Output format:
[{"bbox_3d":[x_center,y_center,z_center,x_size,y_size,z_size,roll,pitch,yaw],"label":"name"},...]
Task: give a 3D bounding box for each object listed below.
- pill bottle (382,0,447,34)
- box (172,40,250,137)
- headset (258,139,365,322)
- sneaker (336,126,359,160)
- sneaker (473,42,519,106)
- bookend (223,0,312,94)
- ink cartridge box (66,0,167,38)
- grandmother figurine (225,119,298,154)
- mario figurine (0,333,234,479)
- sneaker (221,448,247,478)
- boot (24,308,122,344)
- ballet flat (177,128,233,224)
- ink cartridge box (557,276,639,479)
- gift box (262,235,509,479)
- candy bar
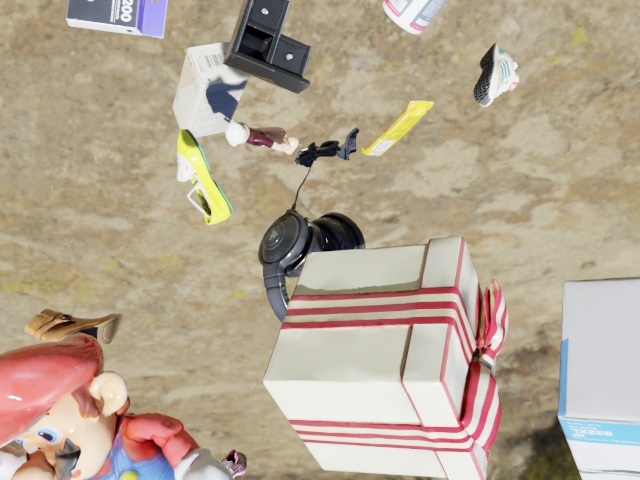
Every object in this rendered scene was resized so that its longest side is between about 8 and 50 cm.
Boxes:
[{"bbox_3d":[0.221,-0.527,1.424,0.108,0.107,0.180,11,135,-38],"label":"pill bottle"},{"bbox_3d":[-0.318,-0.420,1.973,0.148,0.121,0.311,-17,167,-26],"label":"box"},{"bbox_3d":[0.000,0.000,1.433,0.244,0.393,0.185,-1,171,-44],"label":"headset"},{"bbox_3d":[0.073,-0.223,1.616,0.037,0.083,0.032,31,177,9],"label":"sneaker"},{"bbox_3d":[0.327,-0.291,1.256,0.075,0.161,0.057,29,138,-11],"label":"sneaker"},{"bbox_3d":[-0.080,-0.378,1.291,0.157,0.156,0.072,20,172,-18],"label":"bookend"},{"bbox_3d":[-0.441,-0.564,1.527,0.209,0.206,0.045,5,178,-9],"label":"ink cartridge box"},{"bbox_3d":[-0.232,-0.381,2.529,0.208,0.103,0.342,12,-174,28],"label":"grandmother figurine"},{"bbox_3d":[-0.204,0.228,0.645,0.198,0.170,0.320,-44,117,-6],"label":"mario figurine"},{"bbox_3d":[-0.178,0.455,1.427,0.047,0.057,0.119,17,-174,12],"label":"sneaker"},{"bbox_3d":[-0.562,0.192,1.594,0.153,0.072,0.197,20,-163,12],"label":"boot"},{"bbox_3d":[-0.276,-0.135,1.556,0.077,0.230,0.077,-35,-154,-21],"label":"ballet flat"},{"bbox_3d":[0.443,0.230,1.029,0.129,0.223,0.307,-5,141,26],"label":"ink cartridge box"},{"bbox_3d":[0.117,0.161,0.917,0.258,0.255,0.276,-6,138,26],"label":"gift box"},{"bbox_3d":[0.113,-0.167,1.052,0.040,0.018,0.161,-3,161,-27],"label":"candy bar"}]
